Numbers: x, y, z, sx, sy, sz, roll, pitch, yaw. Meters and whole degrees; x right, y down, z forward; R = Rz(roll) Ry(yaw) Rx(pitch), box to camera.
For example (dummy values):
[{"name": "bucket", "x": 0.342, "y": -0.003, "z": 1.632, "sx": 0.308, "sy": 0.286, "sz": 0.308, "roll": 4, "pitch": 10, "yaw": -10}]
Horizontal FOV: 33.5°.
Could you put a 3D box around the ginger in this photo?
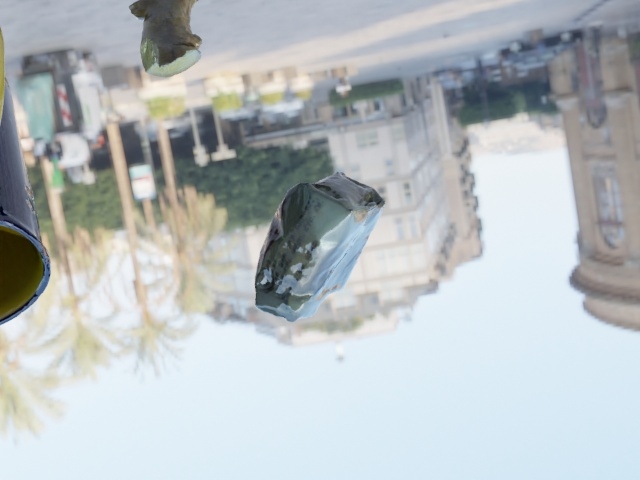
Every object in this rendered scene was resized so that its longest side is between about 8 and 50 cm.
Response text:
[{"name": "ginger", "x": -0.133, "y": -0.183, "z": 0.930, "sx": 0.058, "sy": 0.044, "sz": 0.137, "roll": -19, "pitch": -133, "yaw": 12}]

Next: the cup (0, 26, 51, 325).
[{"name": "cup", "x": -0.318, "y": -0.084, "z": 0.943, "sx": 0.255, "sy": 0.256, "sz": 0.178, "roll": -32, "pitch": 145, "yaw": 17}]

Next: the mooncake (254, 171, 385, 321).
[{"name": "mooncake", "x": -0.005, "y": 0.002, "z": 0.946, "sx": 0.073, "sy": 0.125, "sz": 0.130, "roll": 32, "pitch": -163, "yaw": 16}]
